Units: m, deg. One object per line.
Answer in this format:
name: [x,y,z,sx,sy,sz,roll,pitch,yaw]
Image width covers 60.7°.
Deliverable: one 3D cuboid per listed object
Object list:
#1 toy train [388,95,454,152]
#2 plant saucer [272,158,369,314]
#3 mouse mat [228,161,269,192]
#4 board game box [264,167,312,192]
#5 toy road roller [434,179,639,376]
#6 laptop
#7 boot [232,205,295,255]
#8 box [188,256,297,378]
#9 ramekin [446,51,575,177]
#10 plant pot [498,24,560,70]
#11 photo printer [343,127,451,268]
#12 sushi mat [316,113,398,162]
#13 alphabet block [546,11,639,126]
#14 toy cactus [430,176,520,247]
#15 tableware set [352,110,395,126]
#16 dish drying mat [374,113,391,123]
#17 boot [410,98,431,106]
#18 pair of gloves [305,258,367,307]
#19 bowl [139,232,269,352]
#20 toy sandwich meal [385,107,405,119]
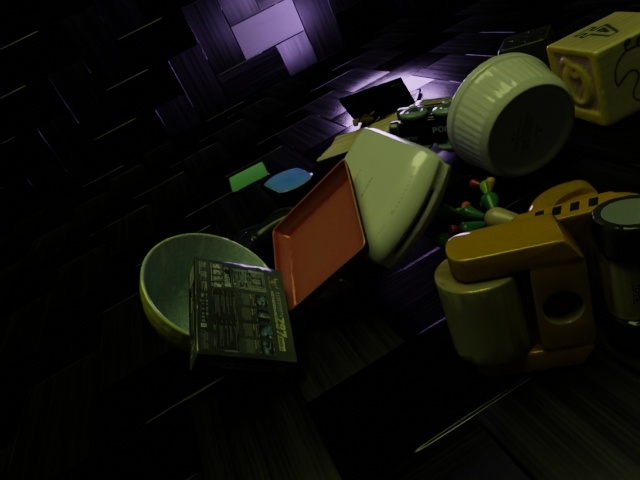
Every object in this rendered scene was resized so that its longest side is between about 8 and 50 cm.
toy train: [0.358,-0.330,1.494,0.333,0.142,0.190,-4,28,23]
plant saucer: [0.000,0.000,1.131,0.258,0.047,0.259,-43,38,30]
mouse mat: [-0.271,-0.239,2.046,0.152,0.007,0.190,-27,26,-1]
board game box: [-0.099,-0.183,1.769,0.133,0.033,0.168,-31,32,-20]
toy road roller: [0.339,0.036,0.806,0.329,0.203,0.241,-14,25,13]
laptop: [0.220,-0.525,1.968,0.234,0.137,0.264,-12,28,25]
boot: [-0.157,0.024,1.375,0.246,0.094,0.207,-21,23,26]
box: [-0.151,0.142,1.025,0.183,0.059,0.233,10,40,-23]
ramekin: [0.429,-0.263,1.204,0.272,0.273,0.127,-27,39,-2]
plant pot: [0.604,-0.504,1.568,0.187,0.167,0.188,-6,32,34]
photo printer: [0.130,-0.093,1.153,0.256,0.107,0.307,-61,29,9]
sushi mat: [0.127,-0.335,1.780,0.316,0.019,0.151,-10,36,48]
alphabet block: [0.693,-0.411,1.301,0.197,0.192,0.193,-28,25,-1]
toy cactus: [0.324,-0.060,1.117,0.180,0.112,0.219,16,39,40]
tableware set: [0.183,-0.403,1.829,0.154,0.024,0.104,-7,-9,-7]
dish drying mat: [0.221,-0.426,1.943,0.083,0.008,0.032,-38,28,-23]
boot: [0.286,-0.380,1.749,0.190,0.069,0.086,-28,30,17]
pair of gloves: [0.017,0.058,1.224,0.204,0.042,0.240,4,38,45]
bowl: [-0.244,0.139,1.148,0.156,0.289,0.289,-62,3,38]
toy sandwich meal: [0.265,-0.430,1.882,0.085,0.029,0.085,-28,13,7]
